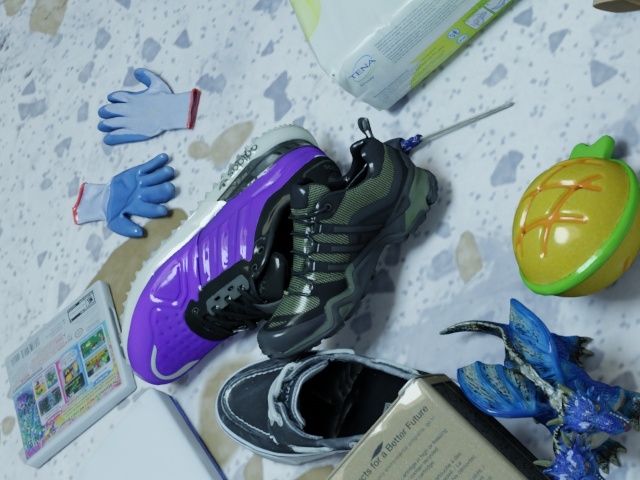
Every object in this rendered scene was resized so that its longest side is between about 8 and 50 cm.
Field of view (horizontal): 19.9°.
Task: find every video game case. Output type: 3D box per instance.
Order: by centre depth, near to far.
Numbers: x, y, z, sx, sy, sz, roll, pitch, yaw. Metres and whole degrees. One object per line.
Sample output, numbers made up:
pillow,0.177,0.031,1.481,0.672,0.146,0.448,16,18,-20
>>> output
video game case,-0.267,0.141,1.932,0.157,0.019,0.143,-39,50,23

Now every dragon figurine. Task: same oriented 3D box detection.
dragon figurine,0.169,0.106,1.451,0.085,0.144,0.289,-54,45,9

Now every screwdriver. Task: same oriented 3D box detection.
screwdriver,0.105,-0.102,1.697,0.170,0.024,0.025,-26,83,30

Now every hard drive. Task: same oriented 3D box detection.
hard drive,-0.148,0.319,1.722,0.210,0.040,0.319,-51,45,12

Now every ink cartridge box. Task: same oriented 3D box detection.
ink cartridge box,0.081,0.253,1.451,0.193,0.088,0.235,44,104,15

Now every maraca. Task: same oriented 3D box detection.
maraca,0.211,-0.022,1.511,0.127,0.099,0.186,-39,23,20

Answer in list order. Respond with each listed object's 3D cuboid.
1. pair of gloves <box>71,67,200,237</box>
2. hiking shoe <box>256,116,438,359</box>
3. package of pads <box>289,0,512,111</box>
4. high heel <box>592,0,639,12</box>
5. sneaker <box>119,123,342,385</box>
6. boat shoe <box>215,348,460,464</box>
pair of gloves,-0.201,-0.097,1.978,0.159,0.023,0.198,-2,71,42
hiking shoe,0.000,0.000,1.650,0.227,0.114,0.086,-52,18,-11
package of pads,0.063,-0.295,1.766,0.229,0.101,0.297,-41,47,20
high heel,0.325,-0.263,1.525,0.244,0.082,0.117,-5,78,55
sneaker,-0.076,0.037,1.741,0.293,0.102,0.146,-54,45,10
boat shoe,0.002,0.145,1.618,0.301,0.102,0.108,4,74,44
